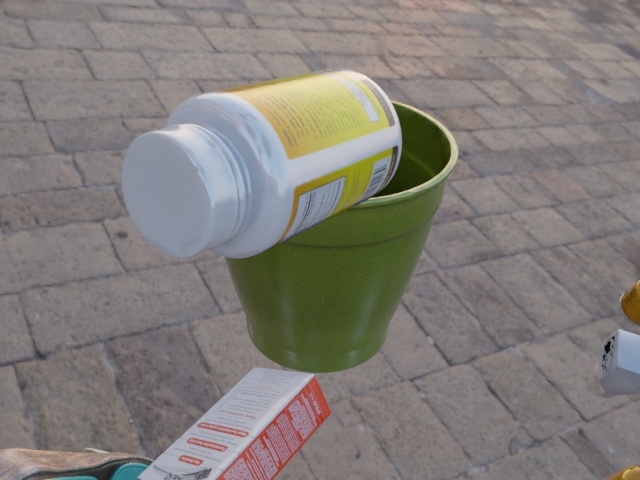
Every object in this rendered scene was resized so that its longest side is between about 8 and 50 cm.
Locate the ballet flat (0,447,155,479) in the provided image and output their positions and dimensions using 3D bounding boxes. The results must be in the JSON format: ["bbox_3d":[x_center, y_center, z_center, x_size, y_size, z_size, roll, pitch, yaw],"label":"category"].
[{"bbox_3d":[-0.319,0.319,0.887,0.106,0.316,0.107,21,77,30],"label":"ballet flat"}]

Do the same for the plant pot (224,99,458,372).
[{"bbox_3d":[0.000,0.000,1.025,0.367,0.352,0.366,2,34,-1],"label":"plant pot"}]

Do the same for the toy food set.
[{"bbox_3d":[0.305,0.159,0.623,0.111,0.104,0.232,17,55,1],"label":"toy food set"}]

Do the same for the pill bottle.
[{"bbox_3d":[-0.037,-0.059,0.497,0.117,0.117,0.215,36,35,21],"label":"pill bottle"}]

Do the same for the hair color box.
[{"bbox_3d":[-0.078,0.194,0.632,0.093,0.053,0.167,-4,25,44],"label":"hair color box"}]
